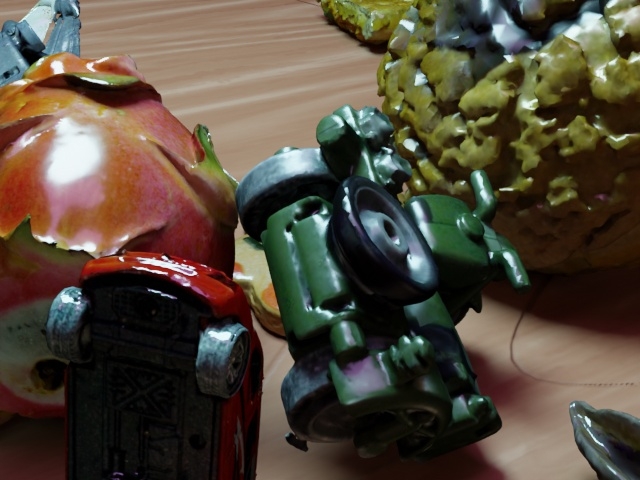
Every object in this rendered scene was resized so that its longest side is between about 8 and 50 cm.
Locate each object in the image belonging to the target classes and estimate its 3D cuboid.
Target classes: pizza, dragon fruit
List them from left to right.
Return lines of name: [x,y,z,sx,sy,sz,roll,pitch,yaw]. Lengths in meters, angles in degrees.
dragon fruit: [-0.155,-0.003,0.685,0.224,0.224,0.227,0,31,-8]
pizza: [0.082,-0.321,1.548,0.197,0.058,0.292,9,24,14]

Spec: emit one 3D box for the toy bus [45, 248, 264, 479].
toy bus: [-0.068,0.091,0.508,0.081,0.195,0.089,10,23,14]

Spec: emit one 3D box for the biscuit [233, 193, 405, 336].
biscuit: [0.000,-0.001,0.895,0.165,0.036,0.250,20,30,27]

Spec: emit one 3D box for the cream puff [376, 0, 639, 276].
cream puff: [0.190,-0.140,0.869,0.343,0.327,0.231,10,-20,36]

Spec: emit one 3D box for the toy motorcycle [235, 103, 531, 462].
toy motorcycle: [0.050,0.039,0.647,0.127,0.275,0.205,-29,54,17]

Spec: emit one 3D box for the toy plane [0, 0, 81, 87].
toy plane: [-0.275,-0.125,1.042,0.204,0.103,0.316,-36,39,-5]

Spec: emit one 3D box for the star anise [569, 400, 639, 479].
star anise: [0.223,0.149,0.571,0.197,0.073,0.212,6,28,13]
